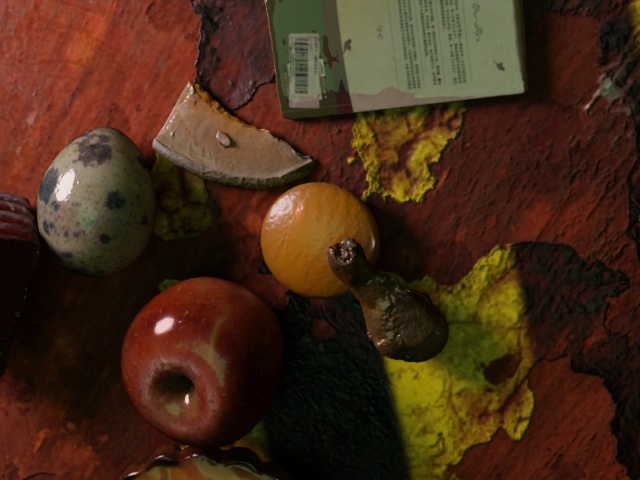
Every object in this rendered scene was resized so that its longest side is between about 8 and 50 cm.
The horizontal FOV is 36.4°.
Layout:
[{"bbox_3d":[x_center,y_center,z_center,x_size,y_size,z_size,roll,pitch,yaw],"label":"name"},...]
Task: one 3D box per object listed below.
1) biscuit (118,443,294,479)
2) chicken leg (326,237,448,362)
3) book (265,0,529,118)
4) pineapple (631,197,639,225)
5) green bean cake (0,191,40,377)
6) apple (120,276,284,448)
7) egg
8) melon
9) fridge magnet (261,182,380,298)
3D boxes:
[{"bbox_3d":[-0.138,0.405,1.262,0.326,0.107,0.325,2,105,8],"label":"biscuit"},{"bbox_3d":[0.074,0.073,1.129,0.085,0.069,0.198,-35,116,16],"label":"chicken leg"},{"bbox_3d":[0.083,-0.248,1.101,0.290,0.026,0.201,-4,102,12],"label":"book"},{"bbox_3d":[0.465,-0.031,1.040,0.251,0.125,0.125,-4,102,23],"label":"pineapple"},{"bbox_3d":[-0.415,0.063,1.186,0.097,0.198,0.232,12,111,-23],"label":"green bean cake"},{"bbox_3d":[-0.136,0.142,1.175,0.201,0.162,0.201,7,114,17],"label":"apple"},{"bbox_3d":[-0.267,-0.046,1.167,0.141,0.141,0.181,9,96,10],"label":"egg"},{"bbox_3d":[-0.105,-0.105,1.171,0.182,0.054,0.098,32,92,3],"label":"melon"},{"bbox_3d":[0.000,0.000,1.158,0.143,0.063,0.143,2,104,9],"label":"fridge magnet"}]
